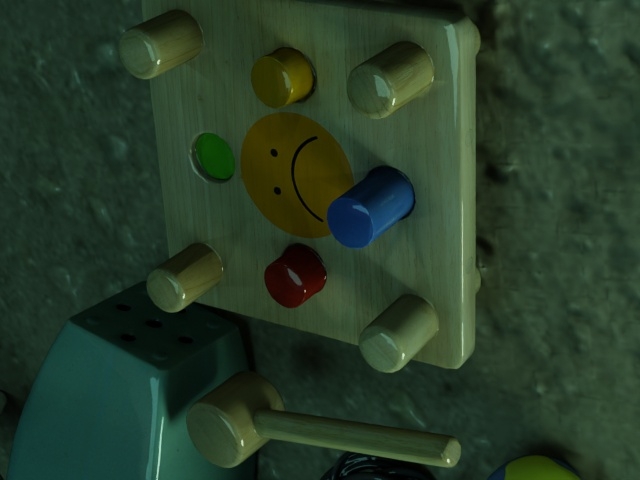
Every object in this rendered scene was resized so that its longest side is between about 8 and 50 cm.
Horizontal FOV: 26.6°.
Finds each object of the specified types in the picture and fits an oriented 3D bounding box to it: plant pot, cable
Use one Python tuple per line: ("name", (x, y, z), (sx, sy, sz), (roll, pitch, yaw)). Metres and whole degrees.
("plant pot", (-0.154, 0.169, 1.153), (0.165, 0.165, 0.234), (25, 120, 24))
("cable", (0.044, 0.261, 1.106), (0.150, 0.047, 0.184), (-16, 84, 39))

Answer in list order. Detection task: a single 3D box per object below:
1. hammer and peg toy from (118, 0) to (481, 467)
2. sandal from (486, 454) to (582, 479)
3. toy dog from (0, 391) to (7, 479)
("hammer and peg toy", (0.000, 0.000, 0.967), (0.266, 0.127, 0.361), (12, 120, 30))
("sandal", (0.165, 0.312, 1.016), (0.126, 0.138, 0.317), (-7, 97, -6))
("toy dog", (-0.409, 0.171, 1.345), (0.333, 0.220, 0.161), (15, 90, 22))
